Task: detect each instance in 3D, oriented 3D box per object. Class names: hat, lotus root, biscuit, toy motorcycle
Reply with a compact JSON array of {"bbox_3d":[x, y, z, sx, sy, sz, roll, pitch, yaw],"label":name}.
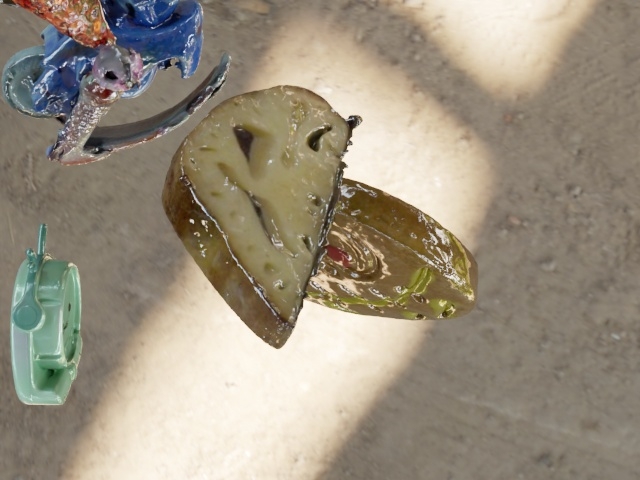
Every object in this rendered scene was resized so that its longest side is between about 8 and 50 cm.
[{"bbox_3d":[-0.186,-0.192,0.855,0.140,0.129,0.227,-51,136,-12],"label":"hat"},{"bbox_3d":[-0.058,-0.042,1.140,0.170,0.074,0.260,31,50,-8],"label":"lotus root"},{"bbox_3d":[-0.004,0.008,1.514,0.350,0.394,0.070,36,68,-30],"label":"biscuit"},{"bbox_3d":[-0.278,-0.255,1.716,0.319,0.182,0.241,-37,156,23],"label":"toy motorcycle"}]

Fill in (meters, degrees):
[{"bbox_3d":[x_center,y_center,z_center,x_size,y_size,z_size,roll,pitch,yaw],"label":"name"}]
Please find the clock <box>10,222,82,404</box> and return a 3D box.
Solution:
[{"bbox_3d":[-0.343,0.089,1.538,0.066,0.159,0.211,2,117,-1],"label":"clock"}]
